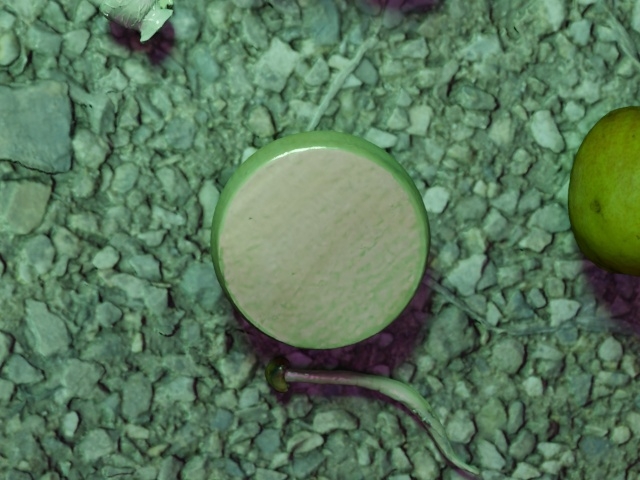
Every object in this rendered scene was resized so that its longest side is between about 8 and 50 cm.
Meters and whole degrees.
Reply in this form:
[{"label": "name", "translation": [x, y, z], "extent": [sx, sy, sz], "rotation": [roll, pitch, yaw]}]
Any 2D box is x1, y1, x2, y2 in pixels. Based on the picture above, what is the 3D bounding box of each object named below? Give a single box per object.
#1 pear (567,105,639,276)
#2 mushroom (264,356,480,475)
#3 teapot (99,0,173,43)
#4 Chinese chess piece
[{"label": "pear", "translation": [0.375, -0.053, 0.979], "extent": [0.200, 0.200, 0.200], "rotation": [-1, 102, -5]}, {"label": "mushroom", "translation": [0.076, 0.206, 1.086], "extent": [0.306, 0.043, 0.068], "rotation": [23, 116, -10]}, {"label": "teapot", "translation": [-0.193, -0.259, 0.956], "extent": [0.064, 0.064, 0.083], "rotation": [43, 64, -19]}, {"label": "Chinese chess piece", "translation": [0.000, 0.000, 1.000], "extent": [0.250, 0.101, 0.250], "rotation": [-1, 102, -5]}]
